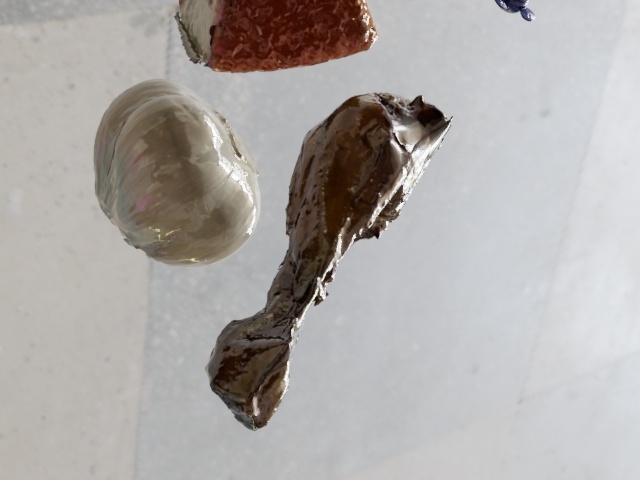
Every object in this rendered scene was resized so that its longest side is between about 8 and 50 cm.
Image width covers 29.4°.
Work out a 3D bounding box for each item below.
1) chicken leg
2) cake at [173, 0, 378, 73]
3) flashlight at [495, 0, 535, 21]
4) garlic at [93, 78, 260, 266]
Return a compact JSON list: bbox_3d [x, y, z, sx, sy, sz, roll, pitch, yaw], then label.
[{"bbox_3d":[0.000,0.000,0.857,0.113,0.093,0.304,-46,-168,52],"label":"chicken leg"},{"bbox_3d":[-0.013,-0.274,1.013,0.160,0.158,0.262,6,123,-20],"label":"cake"},{"bbox_3d":[0.207,-0.291,1.342,0.057,0.121,0.035,19,143,-25],"label":"flashlight"},{"bbox_3d":[-0.169,-0.080,1.342,0.178,0.229,0.143,-34,165,-4],"label":"garlic"}]
